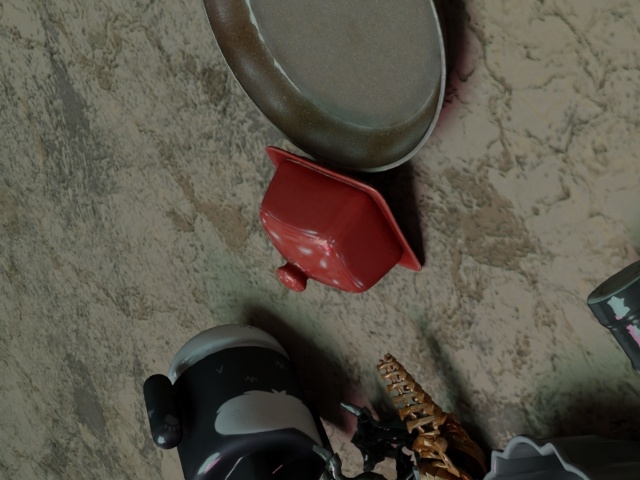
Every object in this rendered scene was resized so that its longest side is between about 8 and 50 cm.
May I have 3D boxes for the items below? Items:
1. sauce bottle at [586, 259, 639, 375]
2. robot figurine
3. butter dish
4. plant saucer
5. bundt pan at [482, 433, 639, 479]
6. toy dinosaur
[{"bbox_3d":[0.345,0.170,0.946,0.344,0.111,0.111,56,146,-3],"label":"sauce bottle"},{"bbox_3d":[-0.096,0.231,1.413,0.278,0.173,0.209,-114,-2,-46],"label":"robot figurine"},{"bbox_3d":[0.000,0.000,1.178,0.160,0.118,0.160,25,160,36],"label":"butter dish"},{"bbox_3d":[0.006,-0.211,1.076,0.310,0.050,0.311,31,139,31],"label":"plant saucer"},{"bbox_3d":[0.279,0.329,1.079,0.331,0.124,0.331,168,90,-71],"label":"bundt pan"},{"bbox_3d":[0.120,0.263,1.309,0.218,0.164,0.322,1,103,33],"label":"toy dinosaur"}]
